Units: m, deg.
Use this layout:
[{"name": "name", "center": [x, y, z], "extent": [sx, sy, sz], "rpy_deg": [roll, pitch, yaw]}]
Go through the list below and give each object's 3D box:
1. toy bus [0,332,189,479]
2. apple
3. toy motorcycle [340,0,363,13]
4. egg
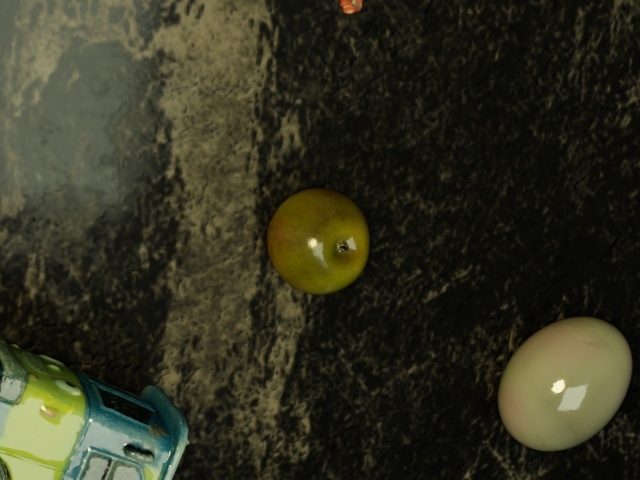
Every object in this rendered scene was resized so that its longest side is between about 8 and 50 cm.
[{"name": "toy bus", "center": [-0.247, 0.247, 1.459], "extent": [0.190, 0.152, 0.312], "rpy_deg": [21, 93, -19]}, {"name": "apple", "center": [0.000, 0.000, 1.521], "extent": [0.089, 0.074, 0.089], "rpy_deg": [-5, 98, -36]}, {"name": "toy motorcycle", "center": [-0.050, -0.298, 1.291], "extent": [0.148, 0.221, 0.325], "rpy_deg": [-7, 148, 24]}, {"name": "egg", "center": [0.218, 0.127, 1.630], "extent": [0.135, 0.103, 0.103], "rpy_deg": [-46, 118, -1]}]
